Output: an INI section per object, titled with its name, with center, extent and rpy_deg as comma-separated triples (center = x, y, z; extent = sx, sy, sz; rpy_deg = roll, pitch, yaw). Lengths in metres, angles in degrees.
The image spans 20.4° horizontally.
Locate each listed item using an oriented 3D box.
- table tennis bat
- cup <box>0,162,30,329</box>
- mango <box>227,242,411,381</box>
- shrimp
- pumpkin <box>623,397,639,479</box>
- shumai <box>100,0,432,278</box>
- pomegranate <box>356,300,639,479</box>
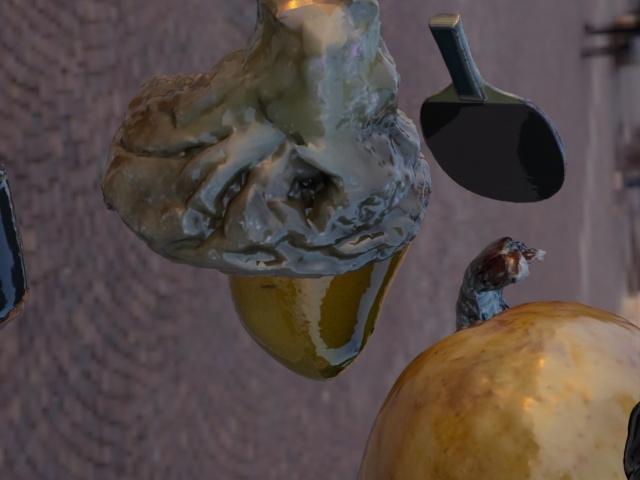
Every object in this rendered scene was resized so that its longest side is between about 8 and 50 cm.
[table tennis bat]
center = 0.180, -0.141, 2.012
extent = 0.301, 0.173, 0.022
rpy_deg = 62, 42, -44
[cup]
center = -0.403, 0.004, 1.771
extent = 0.169, 0.223, 0.176
rpy_deg = -37, 127, -65
[mango]
center = 0.000, 0.000, 2.049
extent = 0.173, 0.211, 0.317
rpy_deg = 53, 49, -80
[shrimp]
center = 0.243, 0.174, 2.133
extent = 0.410, 0.166, 0.221
rpy_deg = 66, 35, -27
[pumpkin]
center = 0.278, 0.134, 1.089
extent = 0.150, 0.194, 0.194
rpy_deg = 90, 7, -49
[shumai]
center = -0.029, -0.080, 1.076
extent = 0.166, 0.206, 0.175
rpy_deg = -95, -171, -48
[pomegranate]
center = 0.226, 0.268, 1.707
extent = 0.410, 0.410, 0.410
rpy_deg = -3, 90, -76
